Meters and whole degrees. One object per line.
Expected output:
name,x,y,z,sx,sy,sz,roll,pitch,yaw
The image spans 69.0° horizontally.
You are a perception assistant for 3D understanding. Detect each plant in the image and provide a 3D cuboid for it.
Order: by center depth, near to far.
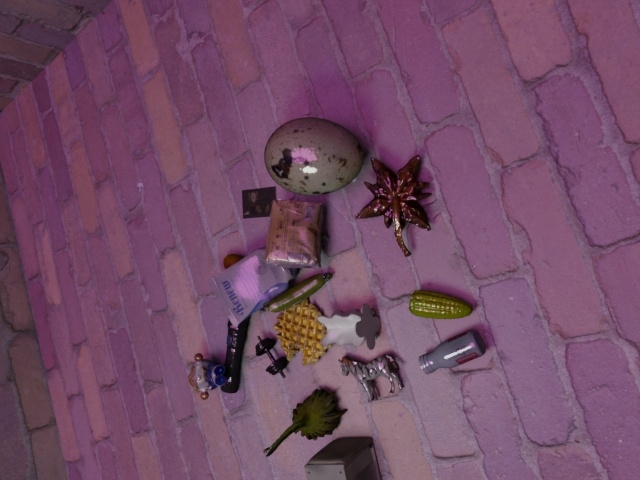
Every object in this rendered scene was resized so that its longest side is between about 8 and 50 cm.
plant,-0.035,0.697,1.740,0.180,0.333,0.251,39,98,8

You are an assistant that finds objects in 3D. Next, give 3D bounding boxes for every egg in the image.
egg,-0.026,-0.308,1.718,0.378,0.287,0.288,6,95,14

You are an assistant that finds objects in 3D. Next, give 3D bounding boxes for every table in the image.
table,0.099,0.327,1.743,0.198,0.166,0.167,-11,86,38

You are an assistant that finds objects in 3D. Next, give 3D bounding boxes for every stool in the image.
stool,0.097,0.895,1.701,0.170,0.243,0.270,-17,83,30

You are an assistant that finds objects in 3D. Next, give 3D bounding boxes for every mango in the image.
mango,-0.370,0.118,2.047,0.111,0.089,0.163,-46,62,24

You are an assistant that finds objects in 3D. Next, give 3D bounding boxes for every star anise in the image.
star anise,0.269,-0.140,1.649,0.292,0.108,0.350,25,105,33

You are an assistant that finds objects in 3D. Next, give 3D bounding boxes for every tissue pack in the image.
tissue pack,-0.096,-0.026,1.789,0.214,0.123,0.257,3,71,5

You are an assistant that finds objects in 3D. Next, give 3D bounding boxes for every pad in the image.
pad,-0.267,-0.164,2.026,0.190,0.004,0.128,-3,90,30

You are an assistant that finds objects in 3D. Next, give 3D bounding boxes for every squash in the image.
squash,-0.091,0.212,1.859,0.318,0.080,0.071,-29,97,4

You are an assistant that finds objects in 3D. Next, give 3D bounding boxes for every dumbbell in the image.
dumbbell,-0.208,0.488,1.955,0.099,0.099,0.209,-46,69,23

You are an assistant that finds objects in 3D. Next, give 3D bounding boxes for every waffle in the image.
waffle,-0.070,0.376,1.895,0.250,0.056,0.262,-38,69,25

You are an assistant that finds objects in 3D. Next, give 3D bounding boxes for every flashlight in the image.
flashlight,-0.376,0.475,2.057,0.103,0.103,0.425,13,99,30

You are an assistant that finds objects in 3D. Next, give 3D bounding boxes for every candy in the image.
candy,0.410,0.225,1.588,0.209,0.096,0.097,6,94,24

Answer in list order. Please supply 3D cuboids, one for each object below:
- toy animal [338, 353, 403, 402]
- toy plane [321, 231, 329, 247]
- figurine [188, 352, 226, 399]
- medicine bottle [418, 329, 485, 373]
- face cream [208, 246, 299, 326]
toy animal,0.183,0.515,1.733,0.254,0.089,0.170,-12,82,28
toy plane,-0.002,0.000,1.855,0.083,0.033,0.080,-33,64,28
figurine,-0.497,0.586,2.066,0.274,0.133,0.194,-49,59,42
medicine bottle,0.440,0.382,1.572,0.216,0.090,0.091,-33,75,28
face cream,-0.259,0.161,1.929,0.420,0.137,0.235,-33,85,19
